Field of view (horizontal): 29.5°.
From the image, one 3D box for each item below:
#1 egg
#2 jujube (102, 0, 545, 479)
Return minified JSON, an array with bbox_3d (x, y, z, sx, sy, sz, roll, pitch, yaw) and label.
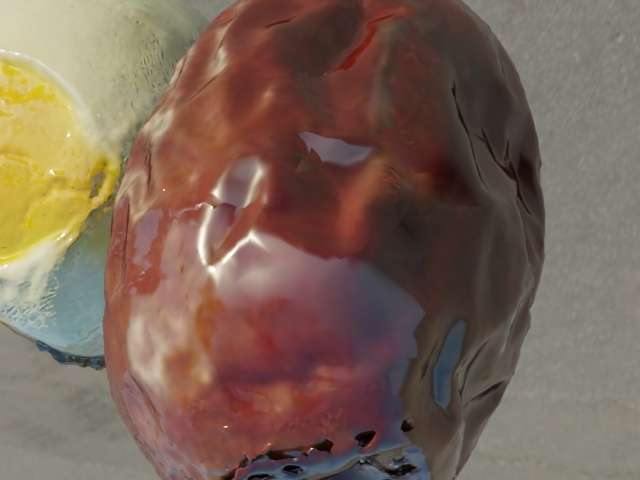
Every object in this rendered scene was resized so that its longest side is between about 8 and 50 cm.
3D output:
[{"bbox_3d":[-0.151,-0.087,0.913,0.201,0.337,0.337,-24,116,35],"label":"egg"},{"bbox_3d":[0.000,0.000,0.492,0.183,0.243,0.183,4,139,3],"label":"jujube"}]
